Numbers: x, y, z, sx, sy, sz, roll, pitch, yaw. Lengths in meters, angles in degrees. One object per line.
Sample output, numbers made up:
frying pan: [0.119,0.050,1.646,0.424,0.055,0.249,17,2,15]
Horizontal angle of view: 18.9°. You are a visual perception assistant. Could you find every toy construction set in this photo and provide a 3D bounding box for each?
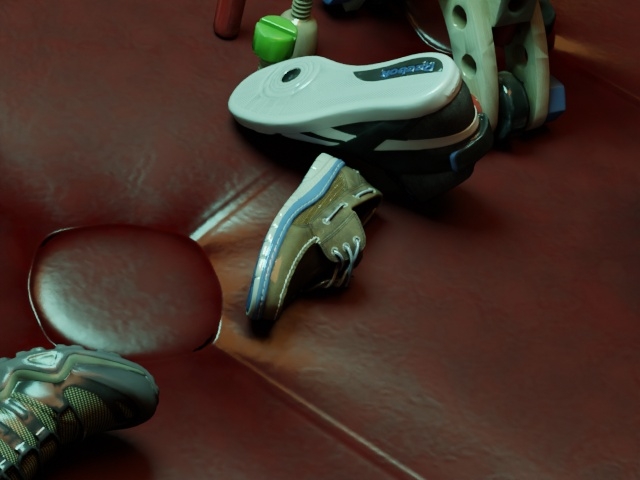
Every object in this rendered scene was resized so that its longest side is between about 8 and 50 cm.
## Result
toy construction set: [0.081,-0.242,1.578,0.309,0.237,0.257,3,44,-12]

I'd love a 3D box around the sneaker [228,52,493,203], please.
sneaker: [0.034,-0.078,1.516,0.217,0.121,0.079,2,47,39]

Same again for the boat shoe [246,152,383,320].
boat shoe: [0.000,0.000,1.425,0.066,0.066,0.183,22,43,6]

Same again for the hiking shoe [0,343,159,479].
hiking shoe: [-0.207,0.140,1.223,0.227,0.086,0.114,-10,61,-17]
